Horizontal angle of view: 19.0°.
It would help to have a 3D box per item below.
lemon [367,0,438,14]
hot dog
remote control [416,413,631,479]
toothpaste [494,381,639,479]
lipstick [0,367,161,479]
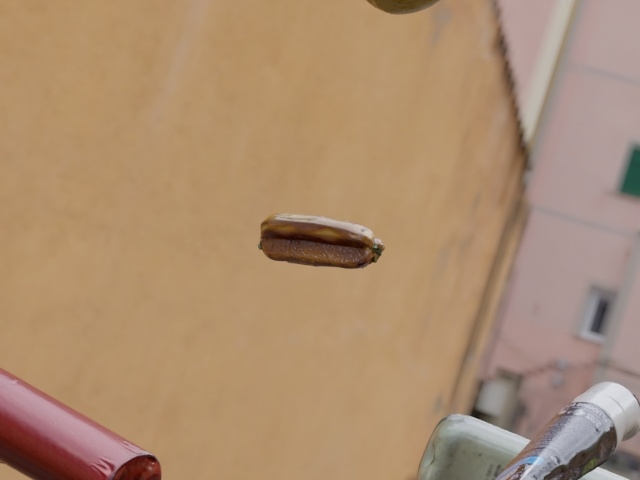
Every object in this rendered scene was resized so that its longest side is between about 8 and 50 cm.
[{"bbox_3d":[0.057,-0.194,1.368,0.092,0.065,0.065,-7,-7,14],"label":"lemon"},{"bbox_3d":[0.000,0.000,1.664,0.122,0.049,0.037,9,25,26],"label":"hot dog"},{"bbox_3d":[0.235,0.242,1.671,0.309,0.090,0.038,20,7,4],"label":"remote control"},{"bbox_3d":[0.143,0.148,1.235,0.045,0.071,0.193,53,39,7],"label":"toothpaste"},{"bbox_3d":[-0.255,0.148,1.571,0.279,0.073,0.073,24,3,30],"label":"lipstick"}]
